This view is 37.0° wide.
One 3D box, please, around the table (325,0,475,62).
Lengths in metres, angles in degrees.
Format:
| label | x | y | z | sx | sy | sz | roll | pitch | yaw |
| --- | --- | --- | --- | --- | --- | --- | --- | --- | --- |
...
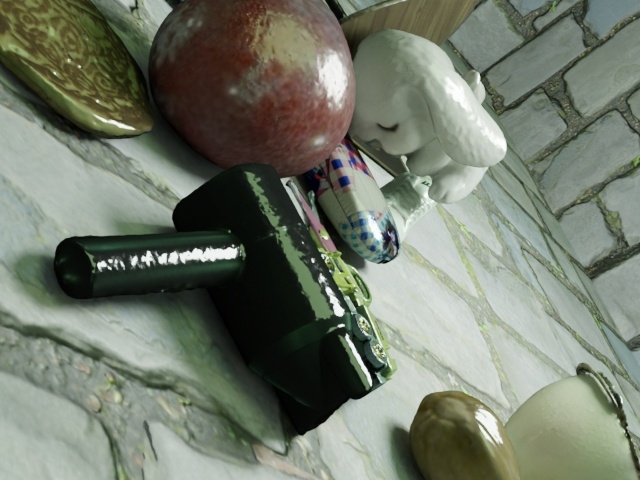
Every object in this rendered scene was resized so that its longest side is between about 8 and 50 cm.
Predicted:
| label | x | y | z | sx | sy | sz | roll | pitch | yaw |
| --- | --- | --- | --- | --- | --- | --- | --- | --- | --- |
| table | 0.054 | -0.404 | 1.541 | 0.249 | 0.317 | 0.317 | 60 | 19 | 15 |

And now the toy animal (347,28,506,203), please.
| label | x | y | z | sx | sy | sz | roll | pitch | yaw |
| --- | --- | --- | --- | --- | --- | --- | --- | --- | --- |
| toy animal | 0.138 | -0.210 | 1.422 | 0.272 | 0.206 | 0.265 | 48 | 7 | 37 |

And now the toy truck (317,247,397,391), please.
| label | x | y | z | sx | sy | sz | roll | pitch | yaw |
| --- | --- | --- | --- | --- | --- | --- | --- | --- | --- |
| toy truck | 0.025 | 0.091 | 1.054 | 0.169 | 0.077 | 0.100 | 59 | 22 | 18 |

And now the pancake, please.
| label | x | y | z | sx | sy | sz | roll | pitch | yaw |
| --- | --- | --- | --- | --- | --- | --- | --- | --- | --- |
| pancake | -0.253 | -0.196 | 0.944 | 0.250 | 0.031 | 0.250 | 46 | 20 | -22 |

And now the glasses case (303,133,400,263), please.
| label | x | y | z | sx | sy | sz | roll | pitch | yaw |
| --- | --- | --- | --- | --- | --- | --- | --- | --- | --- |
| glasses case | 0.019 | -0.107 | 1.378 | 0.125 | 0.076 | 0.328 | 24 | 35 | -61 |

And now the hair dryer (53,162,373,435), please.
| label | x | y | z | sx | sy | sz | roll | pitch | yaw |
| --- | --- | --- | --- | --- | --- | --- | --- | --- | --- |
| hair dryer | -0.092 | 0.060 | 0.823 | 0.302 | 0.116 | 0.244 | -4 | 60 | -55 |

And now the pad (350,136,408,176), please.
| label | x | y | z | sx | sy | sz | roll | pitch | yaw |
| --- | --- | --- | --- | --- | --- | --- | --- | --- | --- |
| pad | 0.086 | -0.233 | 1.779 | 0.375 | 0.063 | 0.315 | 31 | 30 | -49 |

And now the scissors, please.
| label | x | y | z | sx | sy | sz | roll | pitch | yaw |
| --- | --- | --- | --- | --- | --- | --- | --- | --- | --- |
| scissors | 0.000 | 0.000 | 1.237 | 0.133 | 0.020 | 0.187 | 25 | 36 | -48 |

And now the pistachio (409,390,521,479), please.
| label | x | y | z | sx | sy | sz | roll | pitch | yaw |
| --- | --- | --- | --- | --- | --- | --- | --- | --- | --- |
| pistachio | 0.168 | 0.258 | 1.088 | 0.108 | 0.126 | 0.186 | -24 | 80 | -28 |

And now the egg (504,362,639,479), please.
| label | x | y | z | sx | sy | sz | roll | pitch | yaw |
| --- | --- | --- | --- | --- | --- | --- | --- | --- | --- |
| egg | 0.323 | 0.319 | 1.268 | 0.264 | 0.174 | 0.286 | -102 | 174 | -48 |

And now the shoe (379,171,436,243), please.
| label | x | y | z | sx | sy | sz | roll | pitch | yaw |
| --- | --- | --- | --- | --- | --- | --- | --- | --- | --- |
| shoe | 0.129 | -0.060 | 1.518 | 0.095 | 0.110 | 0.265 | 54 | 16 | -6 |

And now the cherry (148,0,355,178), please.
| label | x | y | z | sx | sy | sz | roll | pitch | yaw |
| --- | --- | --- | --- | --- | --- | --- | --- | --- | --- |
| cherry | -0.068 | -0.192 | 1.108 | 0.285 | 0.213 | 0.236 | 3 | 45 | -55 |
